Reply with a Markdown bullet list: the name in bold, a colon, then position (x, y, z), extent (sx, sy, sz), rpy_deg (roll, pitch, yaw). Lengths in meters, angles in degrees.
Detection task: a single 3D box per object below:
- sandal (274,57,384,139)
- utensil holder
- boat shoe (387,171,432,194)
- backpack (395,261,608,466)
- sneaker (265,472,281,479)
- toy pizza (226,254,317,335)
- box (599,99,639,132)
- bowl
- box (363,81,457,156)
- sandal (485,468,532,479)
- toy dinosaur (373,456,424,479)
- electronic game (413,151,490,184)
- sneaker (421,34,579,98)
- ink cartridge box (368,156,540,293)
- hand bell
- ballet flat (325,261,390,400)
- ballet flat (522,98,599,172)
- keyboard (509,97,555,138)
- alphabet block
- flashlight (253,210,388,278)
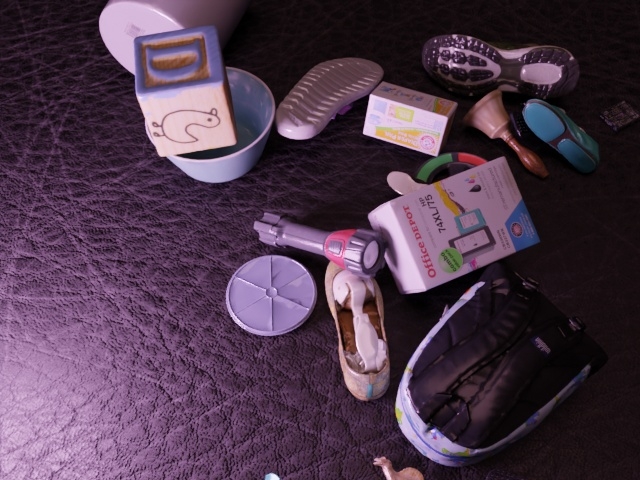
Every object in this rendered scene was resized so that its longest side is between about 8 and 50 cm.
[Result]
- **sandal**: position (0.013, -0.366, 1.729), extent (0.169, 0.102, 0.416), rpy_deg (31, 49, 20)
- **utensil holder**: position (-0.372, -0.649, 1.803), extent (0.328, 0.327, 0.385), rpy_deg (14, 62, 11)
- **boat shoe**: position (0.220, -0.126, 1.567), extent (0.133, 0.042, 0.048), rpy_deg (24, 98, 25)
- **backpack**: position (0.307, 0.263, 1.253), extent (0.290, 0.273, 0.356), rpy_deg (42, 52, 15)
- **sneaker**: position (-0.093, 0.510, 1.166), extent (0.296, 0.123, 0.178), rpy_deg (-11, 63, -13)
- **toy pizza**: position (-0.108, 0.123, 1.469), extent (0.201, 0.032, 0.201), rpy_deg (-1, 57, 1)
- **box**: position (0.779, -0.323, 1.717), extent (0.083, 0.018, 0.067), rpy_deg (-29, 61, -15)
- **bowl**: position (-0.261, -0.266, 1.644), extent (0.312, 0.163, 0.311), rpy_deg (-1, 58, 1)
- **box**: position (0.225, -0.306, 1.661), extent (0.203, 0.114, 0.103), rpy_deg (19, 37, 15)
- **sandal**: position (0.395, 0.477, 1.223), extent (0.179, 0.040, 0.067), rpy_deg (16, 53, 29)
- **toy dinosaur**: position (0.166, 0.471, 1.224), extent (0.183, 0.053, 0.092), rpy_deg (30, 62, 20)
- **electronic game**: position (0.336, -0.122, 1.593), extent (0.229, 0.048, 0.229), rpy_deg (-2, 58, 3)
- **sneaker**: position (0.480, -0.476, 1.789), extent (0.411, 0.158, 0.182), rpy_deg (14, 28, 13)
- **ink cartridge box**: position (0.275, -0.026, 1.413), extent (0.270, 0.197, 0.198), rpy_deg (-22, 88, -10)
- **hand bell**: position (0.481, -0.248, 1.653), extent (0.126, 0.126, 0.242), rpy_deg (-34, 75, -17)
- **ballet flat**: position (0.081, 0.158, 1.390), extent (0.123, 0.123, 0.348), rpy_deg (-7, 57, -2)
- **ballet flat**: position (0.588, -0.268, 1.614), extent (0.247, 0.083, 0.087), rpy_deg (40, 49, -13)
- **keyboard**: position (0.546, -0.313, 1.653), extent (0.192, 0.038, 0.100), rpy_deg (-15, 77, -38)
- **alphabet block**: position (-0.298, -0.332, 1.477), extent (0.193, 0.197, 0.193), rpy_deg (-9, 57, -2)
- **flashlight**: position (0.000, 0.000, 1.459), extent (0.304, 0.103, 0.103), rpy_deg (15, 48, 40)
